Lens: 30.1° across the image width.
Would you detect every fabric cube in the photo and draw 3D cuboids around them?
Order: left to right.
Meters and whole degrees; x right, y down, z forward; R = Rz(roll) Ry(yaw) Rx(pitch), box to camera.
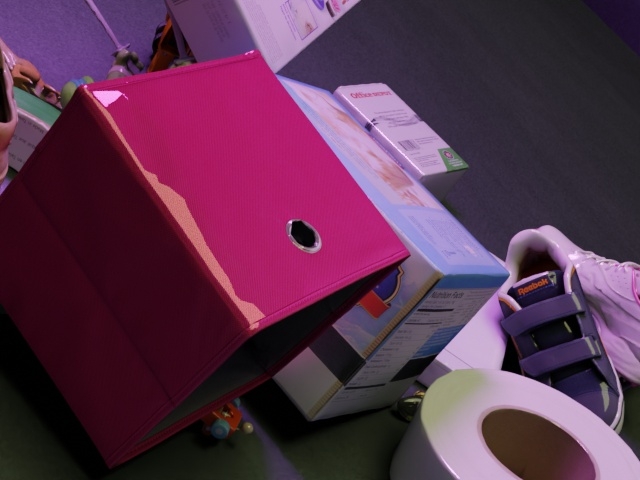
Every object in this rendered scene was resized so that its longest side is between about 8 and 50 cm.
[{"bbox_3d":[-0.124,0.009,1.121,0.254,0.259,0.258,-23,73,-51],"label":"fabric cube"}]

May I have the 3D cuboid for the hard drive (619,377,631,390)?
[{"bbox_3d":[0.424,0.153,1.810,0.172,0.054,0.255,44,31,17],"label":"hard drive"}]

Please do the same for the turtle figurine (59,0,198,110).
[{"bbox_3d":[-0.189,-0.202,1.518,0.266,0.198,0.274,27,58,-43],"label":"turtle figurine"}]

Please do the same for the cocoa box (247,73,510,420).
[{"bbox_3d":[0.000,0.000,1.377,0.347,0.228,0.231,47,18,20],"label":"cocoa box"}]

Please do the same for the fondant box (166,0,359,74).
[{"bbox_3d":[-0.078,-0.359,1.497,0.238,0.096,0.330,64,35,-18],"label":"fondant box"}]

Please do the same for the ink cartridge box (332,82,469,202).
[{"bbox_3d":[0.111,-0.151,1.898,0.208,0.087,0.153,48,32,20],"label":"ink cartridge box"}]

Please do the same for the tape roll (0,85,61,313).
[{"bbox_3d":[-0.365,-0.060,1.282,0.321,0.077,0.321,26,31,-17],"label":"tape roll"}]

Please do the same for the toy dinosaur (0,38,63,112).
[{"bbox_3d":[-0.387,-0.216,1.510,0.211,0.064,0.112,50,20,-9],"label":"toy dinosaur"}]

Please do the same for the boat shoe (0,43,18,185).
[{"bbox_3d":[-0.380,-0.188,1.262,0.122,0.110,0.341,9,38,-38],"label":"boat shoe"}]

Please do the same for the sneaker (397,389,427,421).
[{"bbox_3d":[0.120,0.201,1.456,0.083,0.031,0.035,13,23,-42],"label":"sneaker"}]

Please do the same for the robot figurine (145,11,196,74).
[{"bbox_3d":[-0.160,-0.344,1.691,0.085,0.291,0.211,25,31,-17],"label":"robot figurine"}]

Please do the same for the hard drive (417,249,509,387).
[{"bbox_3d":[0.159,0.077,1.655,0.233,0.047,0.353,34,29,-2],"label":"hard drive"}]

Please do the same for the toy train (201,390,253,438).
[{"bbox_3d":[-0.123,0.145,1.270,0.125,0.046,0.166,39,26,-13],"label":"toy train"}]

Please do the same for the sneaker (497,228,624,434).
[{"bbox_3d":[0.313,0.126,1.612,0.127,0.126,0.321,55,16,-47],"label":"sneaker"}]

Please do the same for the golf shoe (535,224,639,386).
[{"bbox_3d":[0.427,0.069,1.739,0.115,0.140,0.306,-1,44,-44],"label":"golf shoe"}]

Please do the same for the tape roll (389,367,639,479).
[{"bbox_3d":[0.226,0.271,1.335,0.286,0.100,0.286,18,27,-10],"label":"tape roll"}]
